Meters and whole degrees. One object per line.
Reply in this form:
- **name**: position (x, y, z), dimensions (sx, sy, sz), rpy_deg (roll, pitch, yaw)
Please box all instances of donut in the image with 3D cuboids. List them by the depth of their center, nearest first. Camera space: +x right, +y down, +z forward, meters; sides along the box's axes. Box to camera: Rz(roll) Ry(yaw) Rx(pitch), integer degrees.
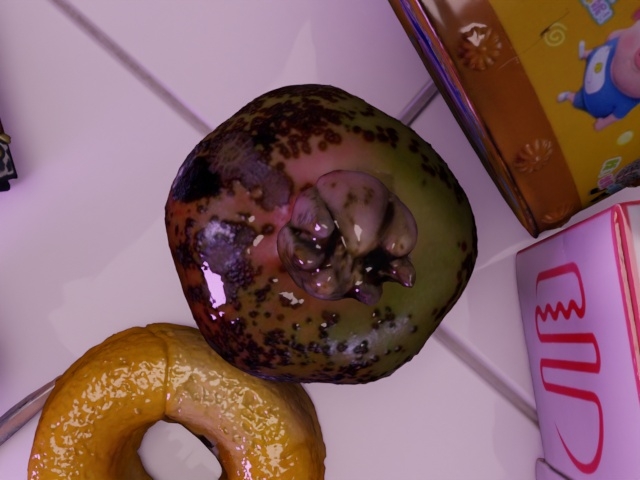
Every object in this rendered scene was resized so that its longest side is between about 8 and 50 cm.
- **donut**: position (-0.145, 0.222, 0.741), dimensions (0.303, 0.110, 0.302), rpy_deg (0, 86, -1)

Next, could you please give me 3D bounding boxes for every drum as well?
- **drum**: position (0.163, -0.231, 0.615), dimensions (0.214, 0.431, 0.431), rpy_deg (-29, 83, 12)

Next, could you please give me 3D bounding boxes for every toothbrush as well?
- **toothbrush**: position (-0.409, 0.265, 0.790), dimensions (0.375, 0.028, 0.037), rpy_deg (-42, 110, -3)

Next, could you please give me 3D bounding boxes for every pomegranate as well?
- **pomegranate**: position (0.000, 0.000, 0.647), dimensions (0.285, 0.341, 0.284), rpy_deg (0, 90, -4)

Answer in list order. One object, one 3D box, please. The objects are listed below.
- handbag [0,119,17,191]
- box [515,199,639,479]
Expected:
- **handbag**: position (-0.487, -0.154, 0.733), dimensions (0.303, 0.122, 0.329), rpy_deg (-18, 85, -32)
- **box**: position (0.360, 0.120, 0.637), dimensions (0.314, 0.312, 0.300), rpy_deg (-6, 82, 0)
